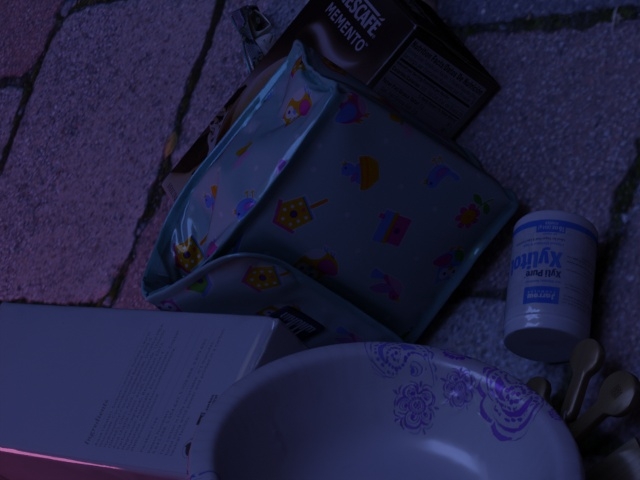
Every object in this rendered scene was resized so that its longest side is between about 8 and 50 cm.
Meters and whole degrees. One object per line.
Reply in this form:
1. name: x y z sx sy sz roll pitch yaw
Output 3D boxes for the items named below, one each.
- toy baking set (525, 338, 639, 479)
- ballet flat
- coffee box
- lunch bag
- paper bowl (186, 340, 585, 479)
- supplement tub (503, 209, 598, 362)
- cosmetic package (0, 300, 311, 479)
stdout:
1. toy baking set: 0.164 0.182 1.539 0.256 0.030 0.197 -19 54 41
2. ballet flat: -0.066 -0.210 2.073 0.041 0.041 0.114 -42 41 22
3. coffee box: 0.003 -0.100 1.847 0.297 0.119 0.168 -50 37 13
4. lunch bag: 0.000 0.000 1.695 0.262 0.223 0.160 -53 31 9
5. paper bowl: 0.045 0.210 1.437 0.284 0.284 0.148 -124 27 -50
6. supplement tub: 0.185 0.036 1.586 0.071 0.071 0.107 -19 52 41
7. cosmetic package: -0.132 0.171 1.719 0.385 0.217 0.156 4 61 46
